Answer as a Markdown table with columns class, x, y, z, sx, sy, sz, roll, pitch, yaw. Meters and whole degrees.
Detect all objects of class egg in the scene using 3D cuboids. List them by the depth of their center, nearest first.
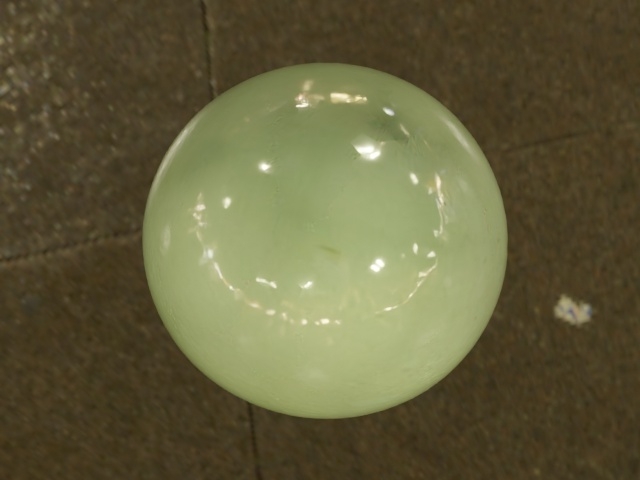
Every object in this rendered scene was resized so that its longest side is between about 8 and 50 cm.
| class | x | y | z | sx | sy | sz | roll | pitch | yaw |
| --- | --- | --- | --- | --- | --- | --- | --- | --- | --- |
| egg | 0.000 | 0.000 | 0.907 | 0.202 | 0.282 | 0.203 | 0 | 92 | -10 |
